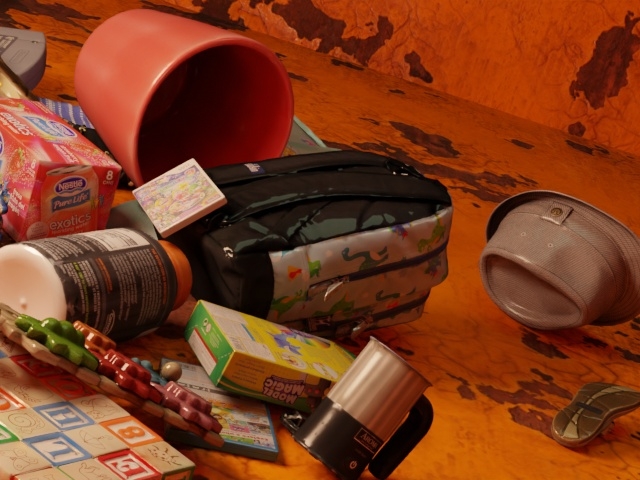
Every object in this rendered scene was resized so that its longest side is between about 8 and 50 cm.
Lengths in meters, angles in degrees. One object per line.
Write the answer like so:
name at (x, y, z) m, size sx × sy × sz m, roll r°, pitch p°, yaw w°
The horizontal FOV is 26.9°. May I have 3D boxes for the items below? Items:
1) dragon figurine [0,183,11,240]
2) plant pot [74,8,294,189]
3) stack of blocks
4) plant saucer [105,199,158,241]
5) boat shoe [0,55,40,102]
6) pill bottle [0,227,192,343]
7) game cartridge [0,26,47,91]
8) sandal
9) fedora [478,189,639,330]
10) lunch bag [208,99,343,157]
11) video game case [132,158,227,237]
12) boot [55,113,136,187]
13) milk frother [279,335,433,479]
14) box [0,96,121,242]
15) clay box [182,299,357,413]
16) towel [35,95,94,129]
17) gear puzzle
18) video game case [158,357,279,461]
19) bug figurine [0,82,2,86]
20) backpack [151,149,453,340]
dragon figurine at (-0.502, -0.088, 1.729) m, size 0.144 × 0.085 × 0.289 m, roll 5°, pitch 26°, yaw -42°
plant pot at (-0.214, -0.202, 1.922) m, size 0.275 × 0.275 × 0.243 m, roll 2°, pitch 25°, yaw -43°
stack of blocks at (-0.278, 0.173, 1.169) m, size 0.297 × 0.087 × 0.171 m, roll 30°, pitch 20°, yaw 32°
plant saucer at (-0.215, -0.022, 1.909) m, size 0.195 × 0.037 × 0.195 m, roll 18°, pitch 18°, yaw -6°
boat shoe at (-0.545, -0.260, 2.035) m, size 0.341 × 0.110 × 0.121 m, roll 47°, pitch 3°, yaw 30°
pill bottle at (-0.249, 0.054, 1.489) m, size 0.130 × 0.130 × 0.246 m, roll 28°, pitch 20°, yaw 27°
game cartridge at (-0.569, -0.294, 2.239) m, size 0.198 × 0.062 × 0.297 m, roll 11°, pitch 26°, yaw 0°
sandal at (0.350, 0.229, 1.716) m, size 0.072 × 0.049 × 0.180 m, roll 23°, pitch 32°, yaw 32°
fedora at (0.349, 0.053, 2.024) m, size 0.275 × 0.244 × 0.124 m, roll 29°, pitch 50°, yaw 23°
lunch bag at (-0.066, -0.096, 2.090) m, size 0.262 × 0.160 × 0.223 m, roll 44°, pitch 23°, yaw 29°
video game case at (-0.170, -0.052, 1.607) m, size 0.087 × 0.011 × 0.122 m, roll -30°, pitch 34°, yaw -8°
boot at (-0.324, -0.114, 2.001) m, size 0.178 × 0.085 × 0.236 m, roll 14°, pitch 19°, yaw -23°
milk frother at (0.032, 0.171, 1.409) m, size 0.143 × 0.135 × 0.129 m, roll 36°, pitch -7°, yaw 36°
box at (-0.395, -0.099, 1.814) m, size 0.128 × 0.122 × 0.257 m, roll 4°, pitch 23°, yaw -41°
clay box at (-0.036, 0.144, 1.524) m, size 0.222 × 0.053 × 0.127 m, roll 21°, pitch 14°, yaw -30°
towel at (-0.358, -0.177, 2.229) m, size 0.336 × 0.040 × 0.243 m, roll 10°, pitch 20°, yaw -25°
gear puzzle at (-0.238, 0.090, 1.266) m, size 0.339 × 0.044 × 0.175 m, roll 34°, pitch -4°, yaw -37°
video game case at (-0.112, 0.180, 1.439) m, size 0.119 × 0.015 × 0.166 m, roll 15°, pitch 18°, yaw -14°
bug figurine at (-0.600, -0.255, 1.947) m, size 0.279 × 0.216 × 0.072 m, roll 33°, pitch -7°, yaw 29°
backpack at (0.000, 0.000, 1.734) m, size 0.355 × 0.273 × 0.290 m, roll -24°, pitch 31°, yaw -20°
